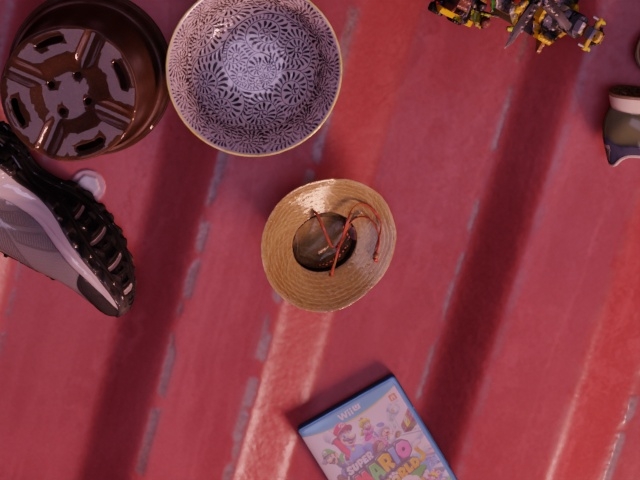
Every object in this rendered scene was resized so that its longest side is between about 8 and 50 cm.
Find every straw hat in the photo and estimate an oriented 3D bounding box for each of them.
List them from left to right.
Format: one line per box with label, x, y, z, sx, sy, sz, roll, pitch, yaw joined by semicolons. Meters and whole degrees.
straw hat;0.000;0.000;1.489;0.144;0.061;0.144;-4;101;-19

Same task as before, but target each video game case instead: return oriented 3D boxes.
video game case;0.068;0.240;1.570;0.119;0.015;0.166;-30;102;5

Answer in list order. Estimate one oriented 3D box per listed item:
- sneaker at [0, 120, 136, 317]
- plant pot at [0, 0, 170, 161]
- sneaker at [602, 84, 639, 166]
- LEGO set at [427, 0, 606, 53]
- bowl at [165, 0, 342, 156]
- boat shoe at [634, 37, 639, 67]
sneaker;-0.295;-0.018;1.466;0.271;0.100;0.108;42;112;-7
plant pot;-0.228;-0.148;1.394;0.167;0.165;0.167;0;104;-2
sneaker;0.377;-0.101;1.481;0.192;0.064;0.086;7;110;-3
LEGO set;0.261;-0.300;1.314;0.192;0.255;0.331;37;96;33
bowl;-0.064;-0.172;1.436;0.170;0.080;0.170;0;104;-2
boat shoe;0.410;-0.176;1.455;0.190;0.072;0.068;8;103;-3
